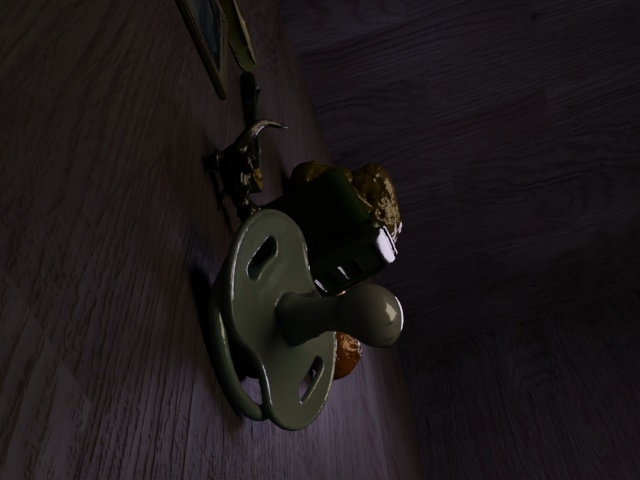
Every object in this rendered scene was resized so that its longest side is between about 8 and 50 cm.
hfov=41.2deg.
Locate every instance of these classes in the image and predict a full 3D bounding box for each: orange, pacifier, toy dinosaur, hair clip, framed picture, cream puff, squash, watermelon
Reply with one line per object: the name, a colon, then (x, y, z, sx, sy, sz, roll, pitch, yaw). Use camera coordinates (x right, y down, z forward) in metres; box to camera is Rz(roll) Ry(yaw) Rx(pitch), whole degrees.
orange: (0.029, 0.233, 1.841, 0.135, 0.117, 0.135, -14, 90, -89)
pacifier: (-0.014, 0.122, 1.220, 0.288, 0.269, 0.343, -57, 132, -48)
toy dinosaur: (-0.127, -0.116, 1.485, 0.179, 0.087, 0.187, -36, 130, -71)
hair clip: (-0.159, -0.289, 1.957, 0.070, 0.039, 0.229, 64, 16, -50)
framed picture: (-0.243, -0.475, 1.759, 0.335, 0.022, 0.247, -98, 168, -50)
cream puff: (0.068, -0.078, 2.244, 0.323, 0.270, 0.274, 68, 16, 0)
squash: (-0.208, -0.524, 2.108, 0.219, 0.041, 0.219, -18, 90, -88)
watermelon: (-0.144, -0.129, 1.551, 0.105, 0.062, 0.105, 160, -90, -89)

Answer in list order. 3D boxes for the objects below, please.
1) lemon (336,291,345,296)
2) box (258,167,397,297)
lemon: (0.002, 0.099, 1.950, 0.114, 0.114, 0.155, 65, 11, -50)
box: (0.000, 0.000, 1.713, 0.178, 0.253, 0.328, 62, 2, 18)
